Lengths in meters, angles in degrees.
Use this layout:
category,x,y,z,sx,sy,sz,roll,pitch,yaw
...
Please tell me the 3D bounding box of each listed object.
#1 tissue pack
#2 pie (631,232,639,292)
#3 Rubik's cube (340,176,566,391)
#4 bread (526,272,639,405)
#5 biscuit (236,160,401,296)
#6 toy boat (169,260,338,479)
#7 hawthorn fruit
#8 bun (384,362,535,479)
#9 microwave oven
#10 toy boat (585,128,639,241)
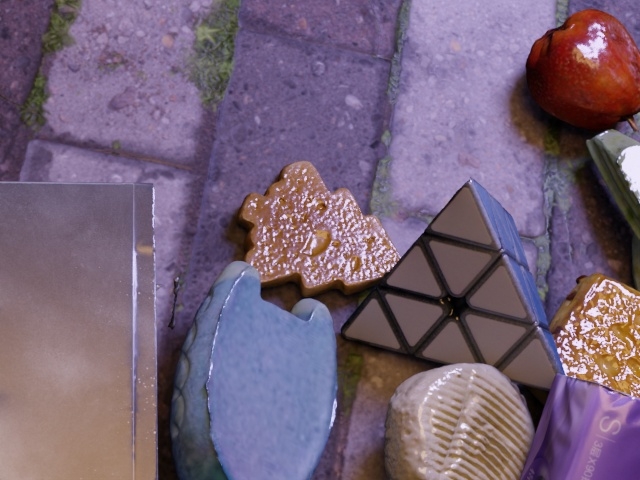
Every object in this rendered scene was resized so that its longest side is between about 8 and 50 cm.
category,x,y,z,sx,sy,sz,roll,pitch,yaw
tissue pack,0.349,0.358,1.464,0.242,0.160,0.338,21,84,-9
pie,0.586,0.044,1.759,0.323,0.070,0.323,2,66,-5
Rubik's cube,0.195,0.053,1.615,0.228,0.233,0.229,16,86,-26
bread,0.407,0.176,1.656,0.235,0.099,0.210,31,62,11
biscuit,0.000,0.000,1.693,0.238,0.041,0.212,22,58,0
toy boat,-0.095,0.195,1.540,0.215,0.123,0.330,30,52,-34
hawthorn fruit,0.391,-0.246,1.818,0.179,0.173,0.173,27,61,-26
bun,0.165,0.262,1.549,0.220,0.134,0.220,5,81,-33
microwave oven,-0.354,0.171,1.443,0.374,0.236,0.432,1,65,-10
toy boat,0.470,-0.042,1.725,0.093,0.055,0.293,-25,71,-13
